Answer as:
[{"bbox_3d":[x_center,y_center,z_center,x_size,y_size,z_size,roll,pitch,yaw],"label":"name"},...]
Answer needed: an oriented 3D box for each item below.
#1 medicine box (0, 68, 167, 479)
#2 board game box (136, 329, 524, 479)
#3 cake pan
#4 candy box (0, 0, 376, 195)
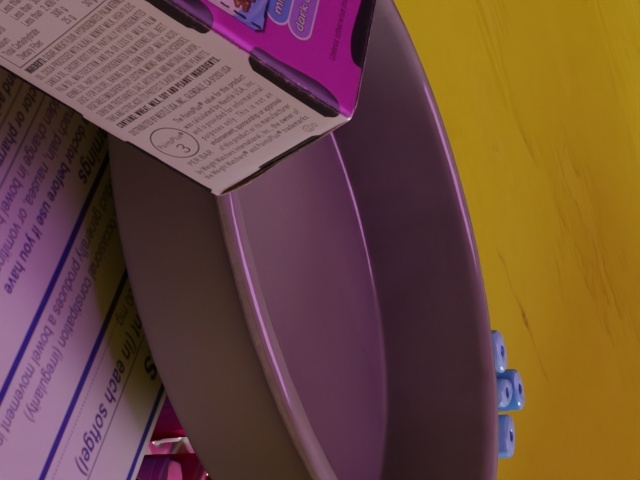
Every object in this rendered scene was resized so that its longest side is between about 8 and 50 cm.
[{"bbox_3d":[-0.191,0.019,0.549,0.289,0.149,0.263,54,40,-39],"label":"medicine box"},{"bbox_3d":[0.016,0.098,0.884,0.390,0.050,0.390,-73,150,-43],"label":"board game box"},{"bbox_3d":[0.000,0.000,0.690,0.293,0.054,0.293,-15,90,-70],"label":"cake pan"},{"bbox_3d":[-0.086,-0.139,0.502,0.233,0.071,0.159,32,51,-28],"label":"candy box"}]
